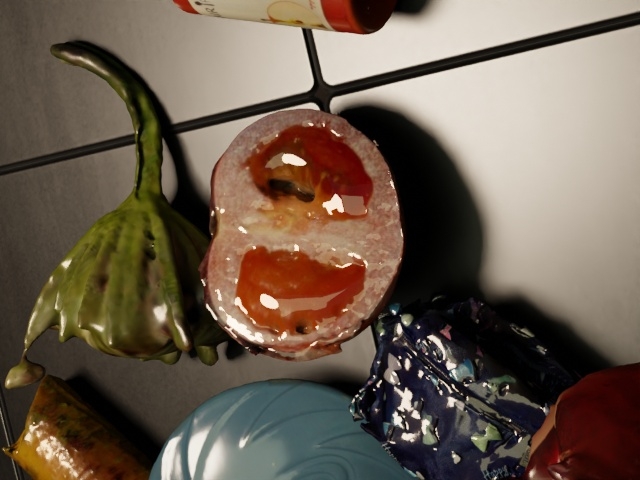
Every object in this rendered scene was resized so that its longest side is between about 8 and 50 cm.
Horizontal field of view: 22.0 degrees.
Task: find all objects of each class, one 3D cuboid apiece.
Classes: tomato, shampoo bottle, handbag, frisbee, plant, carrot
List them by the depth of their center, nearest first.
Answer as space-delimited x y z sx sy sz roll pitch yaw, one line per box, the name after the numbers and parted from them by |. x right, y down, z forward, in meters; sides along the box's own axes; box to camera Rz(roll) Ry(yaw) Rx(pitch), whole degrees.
0.157 0.158 1.457 0.260 0.113 0.162 36 121 19 | handbag
-0.069 -0.253 1.508 0.278 0.104 0.104 11 106 30 | shampoo bottle
0.000 0.000 1.515 0.199 0.112 0.228 7 85 24 | tomato
-0.032 0.276 1.572 0.289 0.049 0.289 1 99 8 | frisbee
-0.187 -0.027 1.600 0.251 0.180 0.333 1 98 21 | plant
-0.208 0.266 1.706 0.302 0.114 0.114 39 118 19 | carrot

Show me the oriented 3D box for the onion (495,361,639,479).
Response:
0.274 0.273 1.230 0.341 0.341 0.341 7 104 30 | onion
